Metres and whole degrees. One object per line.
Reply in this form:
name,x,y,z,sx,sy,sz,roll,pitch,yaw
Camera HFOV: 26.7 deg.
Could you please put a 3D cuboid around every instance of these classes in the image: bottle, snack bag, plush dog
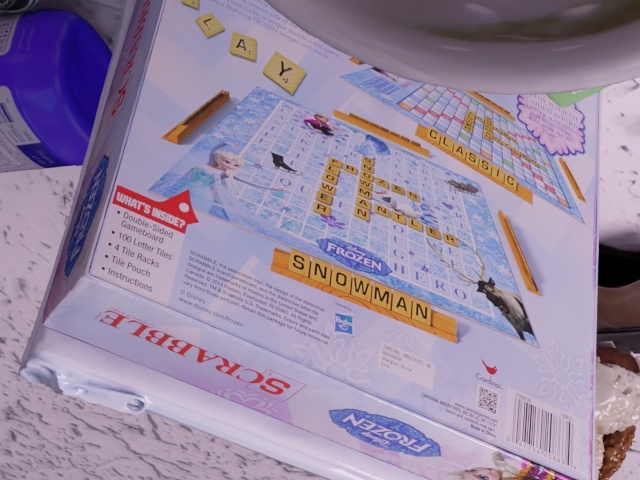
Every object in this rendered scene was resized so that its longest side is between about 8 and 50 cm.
bottle,-0.287,-0.098,0.983,0.283,0.092,0.118,-5,149,20
snack bag,0.000,0.000,0.841,0.323,0.342,0.037,24,141,-21
plush dog,0.178,0.207,1.250,0.262,0.210,0.225,-2,167,14

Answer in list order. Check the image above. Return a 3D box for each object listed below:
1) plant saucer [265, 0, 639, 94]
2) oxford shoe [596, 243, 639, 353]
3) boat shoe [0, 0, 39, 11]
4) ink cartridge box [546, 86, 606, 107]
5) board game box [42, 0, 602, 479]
plant saucer,0.082,-0.265,0.565,0.400,0.100,0.400,14,118,28
oxford shoe,0.195,0.041,1.100,0.227,0.083,0.096,-12,118,30
boat shoe,-0.288,-0.189,0.875,0.219,0.070,0.078,19,144,-14
ink cartridge box,0.131,-0.194,0.752,0.219,0.092,0.160,35,137,-31
board game box,0.026,-0.036,0.806,0.319,0.318,0.066,26,142,-21
